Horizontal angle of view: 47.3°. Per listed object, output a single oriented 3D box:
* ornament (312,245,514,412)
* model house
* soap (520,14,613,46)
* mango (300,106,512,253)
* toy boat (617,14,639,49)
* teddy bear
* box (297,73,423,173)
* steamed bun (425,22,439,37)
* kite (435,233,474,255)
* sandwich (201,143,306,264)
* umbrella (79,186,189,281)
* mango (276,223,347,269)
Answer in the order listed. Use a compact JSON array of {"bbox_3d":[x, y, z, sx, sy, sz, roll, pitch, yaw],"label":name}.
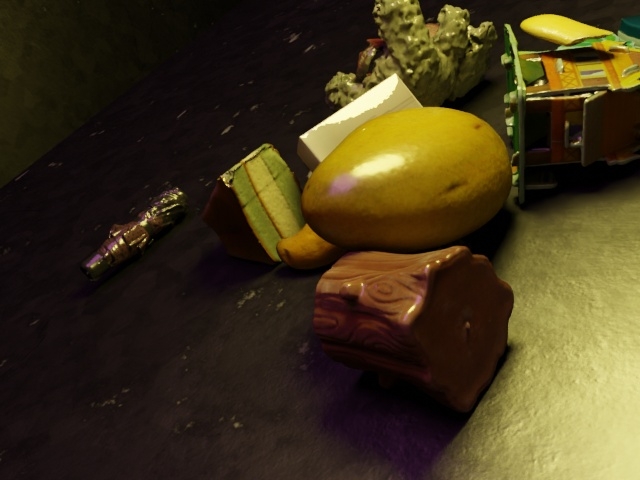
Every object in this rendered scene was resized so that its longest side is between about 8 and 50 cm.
[{"bbox_3d":[0.123,0.113,1.037,0.235,0.221,0.217,-14,11,-41],"label":"ornament"},{"bbox_3d":[0.495,-0.255,1.346,0.313,0.242,0.358,-2,33,10],"label":"model house"},{"bbox_3d":[0.429,-0.368,1.289,0.089,0.033,0.168,-23,38,-20],"label":"soap"},{"bbox_3d":[0.140,-0.103,1.228,0.301,0.220,0.445,26,30,38],"label":"mango"},{"bbox_3d":[0.733,-0.428,1.518,0.096,0.062,0.299,-36,30,-14],"label":"toy boat"},{"bbox_3d":[0.236,-0.401,1.689,0.367,0.224,0.357,-19,-25,-38],"label":"teddy bear"},{"bbox_3d":[0.111,-0.182,1.480,0.251,0.203,0.106,-35,-8,-10],"label":"box"},{"bbox_3d":[0.287,-0.488,1.942,0.175,0.106,0.145,-44,36,-2],"label":"steamed bun"},{"bbox_3d":[0.181,0.083,1.212,0.321,0.016,0.234,-39,33,-18],"label":"kite"},{"bbox_3d":[-0.155,-0.085,1.529,0.198,0.227,0.155,11,46,47],"label":"sandwich"},{"bbox_3d":[-0.450,-0.014,1.794,0.090,0.094,0.326,11,48,48],"label":"umbrella"},{"bbox_3d":[0.000,0.000,1.411,0.190,0.075,0.098,-28,71,19],"label":"mango"}]
